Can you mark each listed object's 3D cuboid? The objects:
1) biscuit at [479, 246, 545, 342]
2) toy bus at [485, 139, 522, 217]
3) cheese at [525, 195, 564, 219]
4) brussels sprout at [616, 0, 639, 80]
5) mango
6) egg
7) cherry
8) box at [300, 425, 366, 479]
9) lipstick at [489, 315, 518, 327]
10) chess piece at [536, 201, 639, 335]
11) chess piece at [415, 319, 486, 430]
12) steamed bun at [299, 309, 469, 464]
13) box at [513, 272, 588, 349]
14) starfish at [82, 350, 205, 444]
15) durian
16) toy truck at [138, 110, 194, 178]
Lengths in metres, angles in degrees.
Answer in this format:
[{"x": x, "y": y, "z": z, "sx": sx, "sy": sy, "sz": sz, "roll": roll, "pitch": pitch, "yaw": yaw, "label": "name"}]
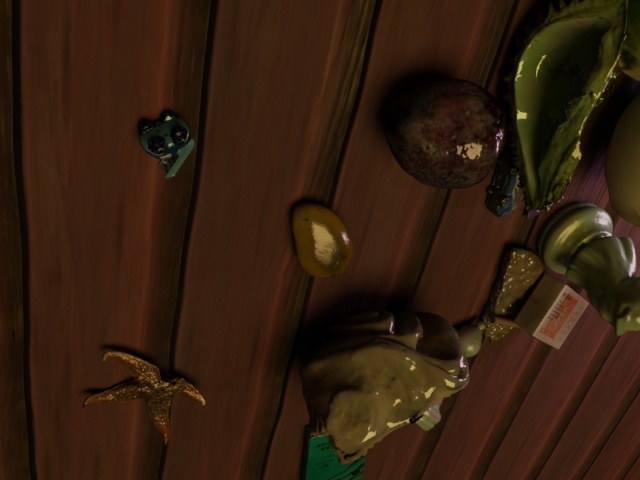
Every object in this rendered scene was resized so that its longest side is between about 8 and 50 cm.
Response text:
[{"x": 0.443, "y": 0.119, "z": 1.555, "sx": 0.141, "sy": 0.038, "sz": 0.290, "roll": -10, "pitch": 131, "yaw": -21, "label": "biscuit"}, {"x": 0.364, "y": -0.120, "z": 1.319, "sx": 0.061, "sy": 0.051, "sz": 0.153, "roll": -13, "pitch": 130, "yaw": -26, "label": "toy bus"}, {"x": 0.450, "y": -0.123, "z": 1.364, "sx": 0.105, "sy": 0.042, "sz": 0.191, "roll": -29, "pitch": 142, "yaw": -7, "label": "cheese"}, {"x": 0.570, "y": -0.397, "z": 1.111, "sx": 0.219, "sy": 0.210, "sz": 0.271, "roll": -4, "pitch": 142, "yaw": -19, "label": "brussels sprout"}, {"x": 0.000, "y": 0.000, "z": 1.209, "sx": 0.103, "sy": 0.076, "sz": 0.161, "roll": -25, "pitch": 125, "yaw": 1, "label": "mango"}, {"x": 0.694, "y": -0.176, "z": 1.285, "sx": 0.282, "sy": 0.283, "sz": 0.345, "roll": -4, "pitch": 125, "yaw": -25, "label": "egg"}, {"x": 0.197, "y": -0.171, "z": 1.099, "sx": 0.195, "sy": 0.195, "sz": 0.195, "roll": -14, "pitch": 131, "yaw": -17, "label": "cherry"}, {"x": 0.035, "y": 0.512, "z": 1.650, "sx": 0.160, "sy": 0.042, "sz": 0.227, "roll": -10, "pitch": 129, "yaw": -19, "label": "box"}, {"x": 0.418, "y": 0.184, "z": 1.555, "sx": 0.094, "sy": 0.019, "sz": 0.019, "roll": 14, "pitch": 118, "yaw": -37, "label": "lipstick"}, {"x": 0.596, "y": 0.062, "z": 1.415, "sx": 0.175, "sy": 0.298, "sz": 0.176, "roll": -12, "pitch": 130, "yaw": -15, "label": "chess piece"}, {"x": 0.281, "y": 0.288, "z": 1.563, "sx": 0.272, "sy": 0.139, "sz": 0.139, "roll": -48, "pitch": 133, "yaw": -2, "label": "chess piece"}, {"x": 0.108, "y": 0.245, "z": 1.349, "sx": 0.346, "sy": 0.238, "sz": 0.394, "roll": -39, "pitch": 169, "yaw": 36, "label": "steamed bun"}, {"x": 0.533, "y": 0.167, "z": 1.584, "sx": 0.201, "sy": 0.058, "sz": 0.141, "roll": 29, "pitch": 95, "yaw": -51, "label": "box"}, {"x": -0.333, "y": 0.283, "z": 1.278, "sx": 0.138, "sy": 0.050, "sz": 0.247, "roll": -43, "pitch": 126, "yaw": 10, "label": "starfish"}, {"x": 0.415, "y": -0.229, "z": 1.150, "sx": 0.163, "sy": 0.198, "sz": 0.395, "roll": -4, "pitch": 118, "yaw": -34, "label": "durian"}, {"x": -0.221, "y": -0.135, "z": 1.002, "sx": 0.073, "sy": 0.056, "sz": 0.090, "roll": -26, "pitch": 146, "yaw": -15, "label": "toy truck"}]
